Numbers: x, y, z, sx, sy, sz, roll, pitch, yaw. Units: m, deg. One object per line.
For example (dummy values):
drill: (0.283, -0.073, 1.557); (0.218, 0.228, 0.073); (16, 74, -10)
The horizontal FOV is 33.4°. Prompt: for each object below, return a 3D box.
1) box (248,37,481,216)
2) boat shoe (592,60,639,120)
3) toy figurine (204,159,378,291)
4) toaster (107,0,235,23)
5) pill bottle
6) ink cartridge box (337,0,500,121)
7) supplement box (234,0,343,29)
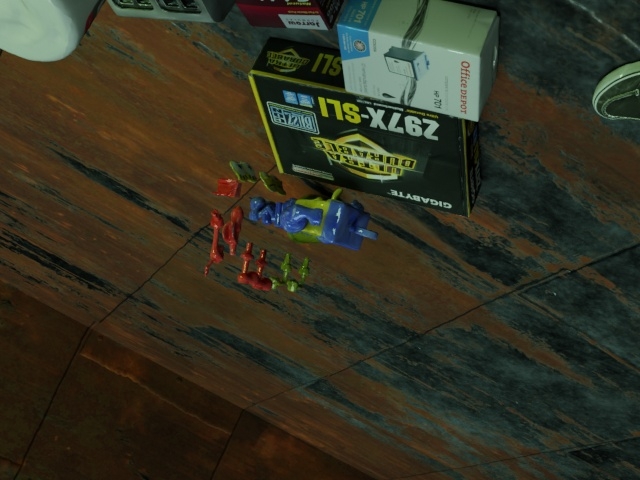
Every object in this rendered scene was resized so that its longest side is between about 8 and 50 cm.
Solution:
box: (0.074, -0.165, 1.585); (0.322, 0.079, 0.257); (15, 151, 18)
boat shoe: (0.420, -0.175, 1.289); (0.078, 0.070, 0.219); (39, 150, -28)
toy figurine: (0.000, 0.000, 1.719); (0.217, 0.191, 0.362); (8, 174, 27)
toaster: (-0.205, -0.372, 1.384); (0.168, 0.110, 0.185); (9, 150, 25)
pill bottle: (-0.285, -0.374, 1.206); (0.176, 0.318, 0.176); (19, 153, 10)
ink cartridge box: (0.128, -0.244, 1.386); (0.191, 0.082, 0.139); (17, 153, 17)
supplement box: (-0.071, -0.362, 1.313); (0.130, 0.073, 0.239); (9, 156, 29)
